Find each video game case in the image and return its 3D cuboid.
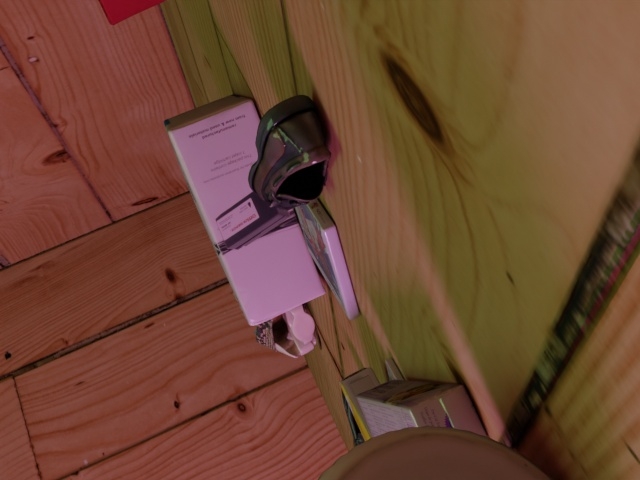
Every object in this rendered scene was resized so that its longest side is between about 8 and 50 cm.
[{"bbox_3d":[0.000,0.000,1.235,0.183,0.023,0.201,-122,12,-47],"label":"video game case"},{"bbox_3d":[0.122,0.235,1.139,0.122,0.011,0.087,75,168,-49],"label":"video game case"}]

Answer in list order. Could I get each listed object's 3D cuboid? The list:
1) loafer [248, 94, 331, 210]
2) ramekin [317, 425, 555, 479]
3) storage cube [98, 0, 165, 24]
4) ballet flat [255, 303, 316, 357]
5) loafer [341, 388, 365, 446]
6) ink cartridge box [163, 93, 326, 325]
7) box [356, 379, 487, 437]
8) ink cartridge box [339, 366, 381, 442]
[{"bbox_3d":[-0.033,-0.081,0.983,0.084,0.096,0.267,58,169,14],"label":"loafer"},{"bbox_3d":[0.087,0.265,0.586,0.127,0.273,0.272,99,149,-52],"label":"ramekin"},{"bbox_3d":[-0.208,-0.397,0.881,0.193,0.184,0.215,86,159,-72],"label":"storage cube"},{"bbox_3d":[-0.089,0.213,2.077,0.182,0.164,0.482,42,162,19],"label":"ballet flat"},{"bbox_3d":[0.094,0.362,1.465,0.078,0.076,0.223,65,-177,-80],"label":"loafer"},{"bbox_3d":[-0.155,-0.070,1.544,0.285,0.166,0.394,-136,24,-72],"label":"ink cartridge box"},{"bbox_3d":[0.106,0.204,0.919,0.324,0.063,0.067,124,124,-78],"label":"box"},{"bbox_3d":[0.145,0.395,1.223,0.303,0.072,0.307,71,173,-47],"label":"ink cartridge box"}]
